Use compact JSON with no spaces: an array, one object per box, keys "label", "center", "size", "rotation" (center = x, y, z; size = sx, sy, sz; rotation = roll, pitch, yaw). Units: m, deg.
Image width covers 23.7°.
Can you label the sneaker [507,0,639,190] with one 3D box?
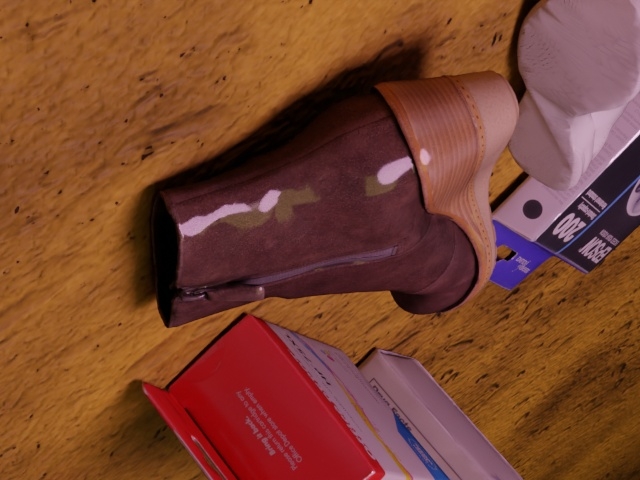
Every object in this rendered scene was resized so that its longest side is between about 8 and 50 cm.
[{"label":"sneaker","center":[0.172,-0.117,0.941],"size":[0.094,0.080,0.212],"rotation":[-46,168,-21]}]

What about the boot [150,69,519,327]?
[{"label":"boot","center":[0.000,0.000,0.879],"size":[0.207,0.090,0.248],"rotation":[-22,155,-15]}]

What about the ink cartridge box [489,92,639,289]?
[{"label":"ink cartridge box","center":[0.208,-0.031,1.185],"size":[0.208,0.045,0.206],"rotation":[-44,159,10]}]

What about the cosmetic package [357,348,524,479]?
[{"label":"cosmetic package","center":[0.002,0.250,1.221],"size":[0.309,0.160,0.113],"rotation":[-44,160,9]}]

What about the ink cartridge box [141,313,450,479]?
[{"label":"ink cartridge box","center":[-0.010,0.129,0.998],"size":[0.078,0.134,0.231],"rotation":[-43,159,7]}]
